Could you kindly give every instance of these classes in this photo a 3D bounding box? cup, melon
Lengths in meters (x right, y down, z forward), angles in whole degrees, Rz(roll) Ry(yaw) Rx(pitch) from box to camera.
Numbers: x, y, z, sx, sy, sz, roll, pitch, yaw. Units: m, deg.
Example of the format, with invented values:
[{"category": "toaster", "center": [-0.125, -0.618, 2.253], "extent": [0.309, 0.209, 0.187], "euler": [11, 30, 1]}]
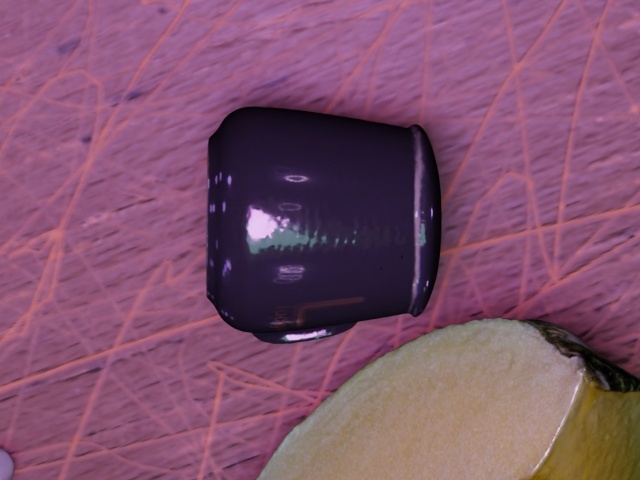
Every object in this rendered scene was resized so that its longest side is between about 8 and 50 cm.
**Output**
[{"category": "cup", "center": [0.000, 0.000, 1.404], "extent": [0.176, 0.169, 0.223], "euler": [-2, 141, -4]}, {"category": "melon", "center": [0.120, 0.228, 1.429], "extent": [0.331, 0.226, 0.343], "euler": [35, 93, 4]}]

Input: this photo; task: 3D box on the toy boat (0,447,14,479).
[{"category": "toy boat", "center": [-0.423, 0.160, 1.499], "extent": [0.330, 0.123, 0.215], "euler": [-17, 113, -4]}]
